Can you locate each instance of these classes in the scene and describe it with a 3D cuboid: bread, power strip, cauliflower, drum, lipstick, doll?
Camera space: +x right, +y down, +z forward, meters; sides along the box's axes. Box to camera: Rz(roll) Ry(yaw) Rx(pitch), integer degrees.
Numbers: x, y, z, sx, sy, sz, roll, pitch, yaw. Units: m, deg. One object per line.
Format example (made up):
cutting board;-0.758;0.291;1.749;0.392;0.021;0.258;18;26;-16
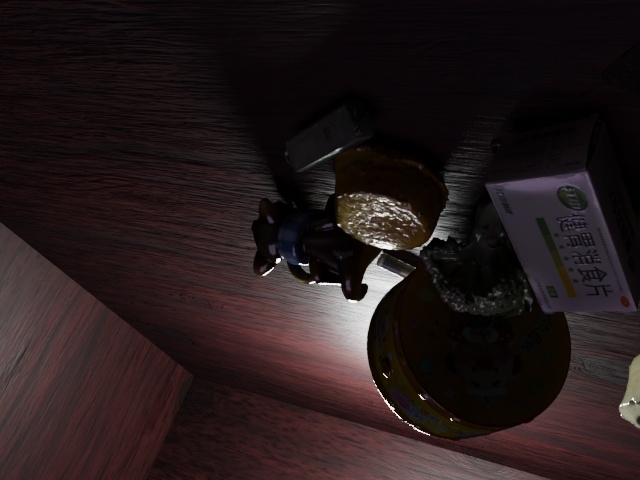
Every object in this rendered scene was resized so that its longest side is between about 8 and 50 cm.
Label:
bread;0.139;-0.086;1.550;0.269;0.145;0.268;16;155;8
power strip;0.013;-0.201;1.497;0.272;0.052;0.078;-21;88;58
cauliflower;0.347;0.020;1.531;0.256;0.315;0.239;-10;-158;-29
drum;0.333;0.230;1.711;0.431;0.431;0.214;25;156;-4
lipstick;0.213;0.078;1.952;0.141;0.040;0.040;26;156;-5
doll;0.003;-0.002;1.823;0.340;0.209;0.317;8;120;27

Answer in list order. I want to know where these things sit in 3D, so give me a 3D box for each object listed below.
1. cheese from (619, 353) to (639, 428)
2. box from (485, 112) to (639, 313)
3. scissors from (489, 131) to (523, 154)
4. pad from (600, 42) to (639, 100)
cheese;0.894;0.378;1.828;0.292;0.153;0.332;15;154;17
box;0.427;-0.036;1.294;0.173;0.145;0.332;-6;128;36
scissors;0.405;-0.125;1.385;0.220;0.017;0.088;34;152;-24
pad;0.592;-0.207;1.058;0.330;0.004;0.220;26;156;-7
